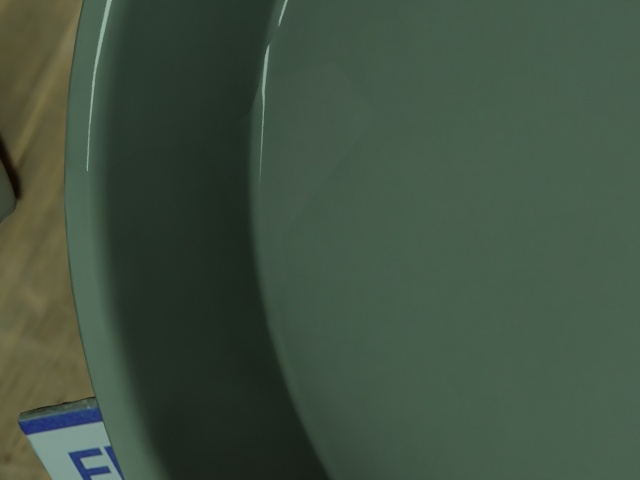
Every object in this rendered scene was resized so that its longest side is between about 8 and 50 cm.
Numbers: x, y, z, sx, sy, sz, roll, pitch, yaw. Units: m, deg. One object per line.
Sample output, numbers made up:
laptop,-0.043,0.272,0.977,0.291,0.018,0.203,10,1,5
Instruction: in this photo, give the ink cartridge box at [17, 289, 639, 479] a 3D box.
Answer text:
ink cartridge box,0.111,0.135,0.491,0.303,0.072,0.307,-13,112,30

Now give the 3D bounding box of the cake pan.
cake pan,0.077,-0.009,0.355,0.293,0.054,0.293,3,95,31

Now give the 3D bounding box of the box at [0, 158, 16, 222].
box,-0.197,-0.033,0.443,0.119,0.181,0.182,-11,115,27
